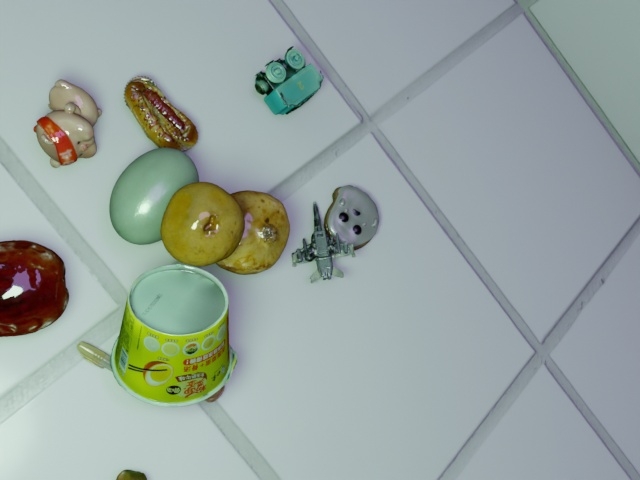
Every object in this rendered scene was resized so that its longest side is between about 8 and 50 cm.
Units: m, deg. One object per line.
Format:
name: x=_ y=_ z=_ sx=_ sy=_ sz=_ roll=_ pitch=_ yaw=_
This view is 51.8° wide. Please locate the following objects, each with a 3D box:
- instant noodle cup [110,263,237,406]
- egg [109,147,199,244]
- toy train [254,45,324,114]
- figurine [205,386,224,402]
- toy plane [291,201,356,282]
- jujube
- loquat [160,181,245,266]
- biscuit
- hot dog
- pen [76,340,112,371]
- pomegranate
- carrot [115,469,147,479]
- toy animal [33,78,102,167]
instant noodle cup: x=-0.345 y=0.215 z=1.590 sx=0.311 sy=0.222 sz=0.311 roll=9 pitch=40 yaw=-8
egg: x=-0.433 y=-0.118 z=1.723 sx=0.203 sy=0.203 sz=0.283 roll=33 pitch=67 yaw=-15
toy train: x=-0.100 y=-0.491 z=2.049 sx=0.203 sy=0.112 sz=0.163 roll=-43 pitch=103 yaw=-28
figurine: x=-0.314 y=0.356 z=1.706 sx=0.157 sy=0.126 sz=0.114 roll=25 pitch=109 yaw=-17
toy plane: x=0.000 y=-0.003 z=1.977 sx=0.192 sy=0.088 sz=0.262 roll=-10 pitch=75 yaw=-1
jujube: x=-0.749 y=0.110 z=1.513 sx=0.317 sy=0.223 sz=0.223 roll=-3 pitch=78 yaw=-20
loquat: x=-0.289 y=-0.039 z=1.611 sx=0.208 sy=0.208 sz=0.208 roll=7 pitch=73 yaw=-25
biscuit: x=0.103 y=-0.069 z=2.067 sx=0.181 sy=0.049 sz=0.208 roll=30 pitch=64 yaw=-15
hot dog: x=-0.453 y=-0.349 z=1.853 sx=0.253 sy=0.069 sz=0.131 roll=49 pitch=62 yaw=-5
pen: x=-0.513 y=0.326 z=1.661 sx=0.233 sy=0.032 sz=0.040 roll=37 pitch=86 yaw=-14
pomegranate: x=-0.196 y=-0.022 z=1.801 sx=0.248 sy=0.248 sz=0.248 roll=7 pitch=73 yaw=-25
carrot: x=-0.463 y=0.650 z=1.568 sx=0.087 sy=0.087 sz=0.194 roll=13 pitch=73 yaw=-23
toy animal: x=-0.648 y=-0.292 z=1.692 sx=0.171 sy=0.171 sz=0.198 roll=17 pitch=67 yaw=-22
